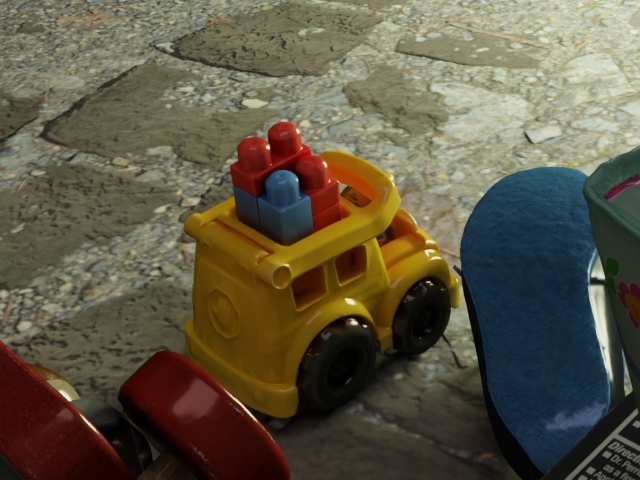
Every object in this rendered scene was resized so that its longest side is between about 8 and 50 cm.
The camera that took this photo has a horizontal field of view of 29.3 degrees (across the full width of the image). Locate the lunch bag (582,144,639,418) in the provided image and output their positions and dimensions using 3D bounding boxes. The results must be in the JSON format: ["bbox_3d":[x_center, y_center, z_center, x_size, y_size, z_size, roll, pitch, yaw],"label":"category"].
[{"bbox_3d":[0.235,0.080,0.436,0.160,0.223,0.262,-33,42,-9],"label":"lunch bag"}]

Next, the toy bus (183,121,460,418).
[{"bbox_3d":[0.000,0.000,0.981,0.220,0.211,0.149,-27,38,-34],"label":"toy bus"}]

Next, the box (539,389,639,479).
[{"bbox_3d":[0.239,0.222,0.587,0.294,0.182,0.296,-38,43,-22],"label":"box"}]

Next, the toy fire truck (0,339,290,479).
[{"bbox_3d":[-0.141,0.148,0.699,0.254,0.302,0.169,29,66,36],"label":"toy fire truck"}]

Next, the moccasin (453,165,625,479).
[{"bbox_3d":[0.167,0.072,0.948,0.138,0.117,0.342,-7,36,18],"label":"moccasin"}]
